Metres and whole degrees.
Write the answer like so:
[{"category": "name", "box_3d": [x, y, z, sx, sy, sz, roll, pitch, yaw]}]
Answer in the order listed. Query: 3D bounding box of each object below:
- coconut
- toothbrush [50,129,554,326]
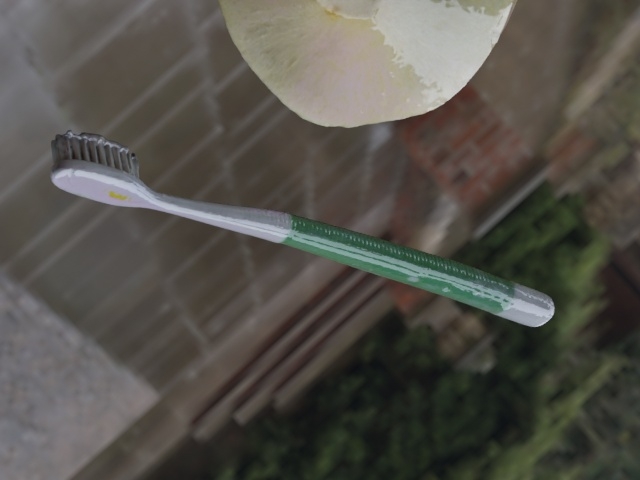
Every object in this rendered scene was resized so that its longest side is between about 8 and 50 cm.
[{"category": "coconut", "box_3d": [0.039, -0.213, 1.508, 0.259, 0.259, 0.259, -41, 175, -4]}, {"category": "toothbrush", "box_3d": [0.000, 0.000, 0.823, 0.257, 0.024, 0.018, 18, 135, -33]}]
